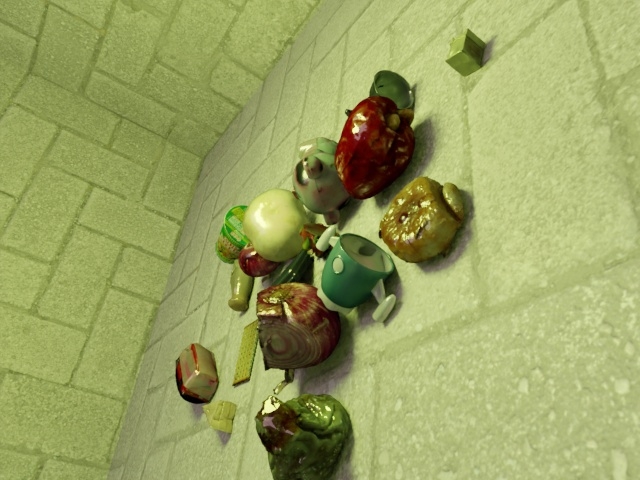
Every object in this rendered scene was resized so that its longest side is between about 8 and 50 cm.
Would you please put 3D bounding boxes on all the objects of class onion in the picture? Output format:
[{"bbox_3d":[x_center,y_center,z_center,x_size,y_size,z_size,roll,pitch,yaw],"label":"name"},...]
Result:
[{"bbox_3d":[-0.061,0.229,1.441,0.230,0.272,0.256,-13,48,2],"label":"onion"},{"bbox_3d":[-0.225,0.064,2.001,0.177,0.153,0.177,-48,18,22],"label":"onion"}]

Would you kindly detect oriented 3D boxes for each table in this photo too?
[{"bbox_3d":[0.386,-0.501,1.399,0.062,0.079,0.083,-16,51,56],"label":"table"}]

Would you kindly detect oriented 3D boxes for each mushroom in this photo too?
[{"bbox_3d":[-0.327,0.173,2.162,0.108,0.096,0.247,-24,44,19],"label":"mushroom"},{"bbox_3d":[-0.150,-0.048,1.888,0.234,0.253,0.260,75,-144,-70],"label":"mushroom"}]

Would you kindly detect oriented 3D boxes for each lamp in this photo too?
[{"bbox_3d":[0.032,-0.214,1.722,0.247,0.247,0.301,-12,31,11],"label":"lamp"},{"bbox_3d":[0.178,-0.407,1.681,0.227,0.147,0.172,-43,55,54],"label":"lamp"}]

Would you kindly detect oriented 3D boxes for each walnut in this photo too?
[{"bbox_3d":[0.154,-0.268,1.513,0.269,0.221,0.244,-50,-3,39],"label":"walnut"}]

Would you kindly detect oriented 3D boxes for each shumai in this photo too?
[{"bbox_3d":[-0.081,0.470,1.258,0.261,0.221,0.225,-56,28,28],"label":"shumai"}]

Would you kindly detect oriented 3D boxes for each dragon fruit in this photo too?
[{"bbox_3d":[0.000,0.000,1.670,0.142,0.138,0.175,-36,-29,-33],"label":"dragon fruit"}]

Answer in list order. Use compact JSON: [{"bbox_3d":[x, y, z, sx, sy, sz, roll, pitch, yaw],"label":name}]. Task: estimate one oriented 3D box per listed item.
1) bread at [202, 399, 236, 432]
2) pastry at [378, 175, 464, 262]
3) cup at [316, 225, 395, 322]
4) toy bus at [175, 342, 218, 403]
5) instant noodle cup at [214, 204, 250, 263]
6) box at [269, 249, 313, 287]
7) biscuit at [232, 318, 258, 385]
[{"bbox_3d":[-0.364,0.623,1.834,0.152,0.077,0.105,-37,36,48],"label":"bread"},{"bbox_3d":[0.235,-0.048,1.252,0.229,0.100,0.219,-32,40,47],"label":"pastry"},{"bbox_3d":[0.079,0.095,1.363,0.300,0.167,0.173,51,122,34],"label":"cup"},{"bbox_3d":[-0.506,0.537,2.139,0.147,0.127,0.302,-57,24,5],"label":"toy bus"},{"bbox_3d":[-0.355,-0.010,2.296,0.233,0.207,0.207,-48,28,49],"label":"instant noodle cup"},{"bbox_3d":[-0.121,0.142,1.773,0.230,0.050,0.160,-48,5,33],"label":"box"},{"bbox_3d":[-0.269,0.407,1.917,0.139,0.016,0.232,-35,38,48],"label":"biscuit"}]
